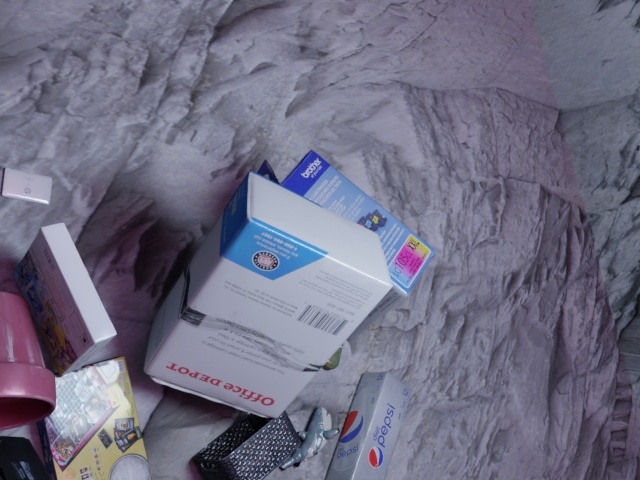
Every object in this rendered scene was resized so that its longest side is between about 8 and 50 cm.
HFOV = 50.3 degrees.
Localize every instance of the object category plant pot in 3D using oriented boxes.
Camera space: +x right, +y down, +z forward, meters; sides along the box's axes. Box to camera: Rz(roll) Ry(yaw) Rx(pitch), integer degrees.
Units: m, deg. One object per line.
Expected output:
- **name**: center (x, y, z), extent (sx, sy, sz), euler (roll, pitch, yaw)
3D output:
- **plant pot**: center (-0.519, 0.185, 1.057), extent (0.201, 0.201, 0.180), euler (10, 57, -39)

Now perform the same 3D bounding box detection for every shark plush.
- **shark plush**: center (-0.032, 0.443, 1.505), extent (0.161, 0.073, 0.067), euler (-42, 87, -18)

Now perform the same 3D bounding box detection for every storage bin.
- **storage bin**: center (-0.142, 0.414, 1.349), extent (0.180, 0.122, 0.084), euler (-31, 98, -41)

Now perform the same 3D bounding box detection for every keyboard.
- **keyboard**: center (-0.472, 0.362, 1.051), extent (0.108, 0.180, 0.023), euler (25, 96, -50)

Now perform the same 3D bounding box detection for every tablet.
- **tablet**: center (-0.531, -0.098, 1.236), extent (0.083, 0.006, 0.054), euler (12, 71, -38)

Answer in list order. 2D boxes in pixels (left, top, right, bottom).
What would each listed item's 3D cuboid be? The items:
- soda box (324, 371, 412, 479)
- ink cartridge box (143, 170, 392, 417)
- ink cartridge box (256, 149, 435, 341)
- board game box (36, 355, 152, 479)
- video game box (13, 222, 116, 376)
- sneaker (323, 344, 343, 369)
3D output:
- **soda box**: center (0.113, 0.451, 1.579), extent (0.098, 0.091, 0.286), euler (41, 55, -27)
- **ink cartridge box**: center (-0.106, 0.115, 1.249), extent (0.286, 0.395, 0.166), euler (26, 29, -22)
- **ink cartridge box**: center (0.000, 0.000, 1.443), extent (0.395, 0.270, 0.151), euler (38, 52, -2)
- **board game box**: center (-0.402, 0.341, 1.201), extent (0.165, 0.042, 0.243), euler (-9, 84, -42)
- **video game box**: center (-0.426, 0.102, 1.124), extent (0.048, 0.187, 0.205), euler (-20, 79, -45)
- **sneaker**: center (0.032, 0.200, 1.582), extent (0.064, 0.086, 0.192), euler (6, 75, -39)
